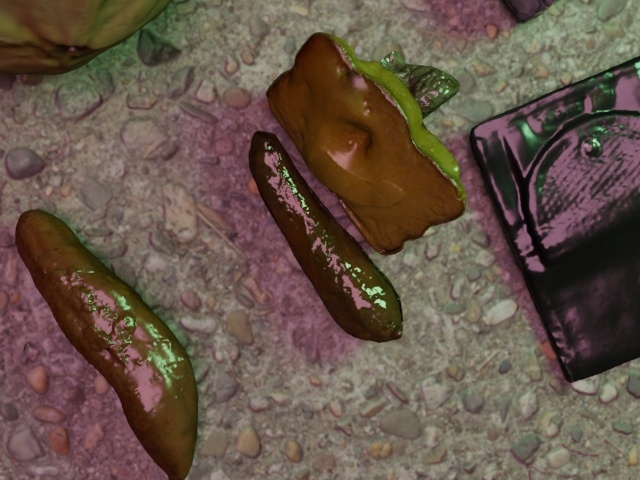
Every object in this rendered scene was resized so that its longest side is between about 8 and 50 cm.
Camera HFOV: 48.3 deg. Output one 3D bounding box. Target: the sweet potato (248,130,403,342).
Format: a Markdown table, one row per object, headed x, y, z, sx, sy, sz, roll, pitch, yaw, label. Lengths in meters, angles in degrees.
| x | y | z | sx | sy | sz | roll | pitch | yaw | label |
| --- | --- | --- | --- | --- | --- | --- | --- | --- | --- |
| 0.000 | 0.000 | 0.789 | 0.075 | 0.075 | 0.273 | -35 | 91 | 2 | sweet potato |

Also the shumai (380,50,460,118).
| x | y | z | sx | sy | sz | roll | pitch | yaw | label |
| --- | --- | --- | --- | --- | --- | --- | --- | --- | --- |
| 0.101 | -0.174 | 0.779 | 0.083 | 0.082 | 0.080 | -35 | 92 | -21 | shumai |

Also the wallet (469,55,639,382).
| x | y | z | sx | sy | sz | roll | pitch | yaw | label |
| --- | --- | --- | --- | --- | --- | --- | --- | --- | --- |
| 0.335 | -0.026 | 0.804 | 0.247 | 0.041 | 0.322 | -24 | 99 | 2 | wallet |

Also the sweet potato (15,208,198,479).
| x | y | z | sx | sy | sz | roll | pitch | yaw | label |
| --- | --- | --- | --- | --- | --- | --- | --- | --- | --- |
| -0.214 | 0.109 | 0.782 | 0.106 | 0.095 | 0.354 | -28 | 95 | 29 | sweet potato |

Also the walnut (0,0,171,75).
| x | y | z | sx | sy | sz | roll | pitch | yaw | label |
| --- | --- | --- | --- | --- | --- | --- | --- | --- | --- |
| -0.295 | -0.333 | 0.644 | 0.382 | 0.381 | 0.380 | 0 | 93 | 0 | walnut |

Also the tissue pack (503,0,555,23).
| x | y | z | sx | sy | sz | roll | pitch | yaw | label |
| --- | --- | --- | --- | --- | --- | --- | --- | --- | --- |
| 0.219 | -0.448 | 0.742 | 0.259 | 0.122 | 0.361 | -38 | 95 | 4 | tissue pack |

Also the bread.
| x | y | z | sx | sy | sz | roll | pitch | yaw | label |
| --- | --- | --- | --- | --- | --- | --- | --- | --- | --- |
| 0.051 | -0.104 | 0.746 | 0.233 | 0.161 | 0.088 | 49 | 49 | -7 | bread |
